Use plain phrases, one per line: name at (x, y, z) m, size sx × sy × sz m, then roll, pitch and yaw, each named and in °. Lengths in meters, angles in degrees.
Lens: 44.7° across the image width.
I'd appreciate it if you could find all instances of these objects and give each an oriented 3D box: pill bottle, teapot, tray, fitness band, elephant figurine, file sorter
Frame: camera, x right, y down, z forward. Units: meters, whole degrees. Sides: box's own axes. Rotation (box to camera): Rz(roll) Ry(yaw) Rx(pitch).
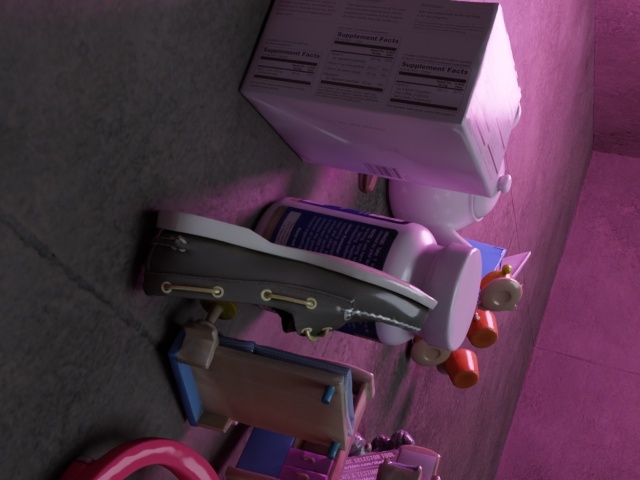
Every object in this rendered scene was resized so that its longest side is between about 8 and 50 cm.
pill bottle at (0.055, 0.042, 0.961) m, size 0.153 × 0.264 × 0.153 m, roll -39°, pitch 135°, yaw -53°
teapot at (0.246, -0.123, 1.380) m, size 0.252 × 0.187 × 0.256 m, roll -44°, pitch 139°, yaw -50°
tray at (0.422, 0.100, 1.912) m, size 0.270 × 0.145 × 0.030 m, roll -35°, pitch 105°, yaw -55°
fitness band at (-0.197, 0.328, 0.735) m, size 0.209 × 0.054 × 0.291 m, roll 55°, pitch 50°, yaw -30°
elephant figurine at (0.084, 0.425, 1.366) m, size 0.169 × 0.186 × 0.239 m, roll -55°, pitch 152°, yaw 15°
file sorter at (0.327, 0.090, 1.737) m, size 0.170 × 0.118 × 0.105 m, roll -48°, pitch 146°, yaw -46°

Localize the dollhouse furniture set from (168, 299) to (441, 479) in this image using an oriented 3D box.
dollhouse furniture set at (0.012, 0.166, 0.923) m, size 0.303 × 0.286 × 0.198 m, roll 83°, pitch 24°, yaw -43°

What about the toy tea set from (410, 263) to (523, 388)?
toy tea set at (0.284, 0.162, 1.643) m, size 0.124 × 0.199 × 0.336 m, roll -97°, pitch -164°, yaw -53°

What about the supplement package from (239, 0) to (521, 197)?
supplement package at (0.080, -0.173, 0.914) m, size 0.204 × 0.261 × 0.145 m, roll 42°, pitch 65°, yaw -63°

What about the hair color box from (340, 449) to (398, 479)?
hair color box at (0.044, 0.511, 1.243) m, size 0.110 × 0.185 × 0.339 m, roll -124°, pitch -149°, yaw -63°

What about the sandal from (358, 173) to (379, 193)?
sandal at (0.057, -0.176, 1.117) m, size 0.090 × 0.060 × 0.220 m, roll -10°, pitch 96°, yaw -70°

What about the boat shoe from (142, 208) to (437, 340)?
boat shoe at (-0.029, 0.051, 0.801) m, size 0.109 × 0.304 × 0.091 m, roll 178°, pitch -72°, yaw -76°
